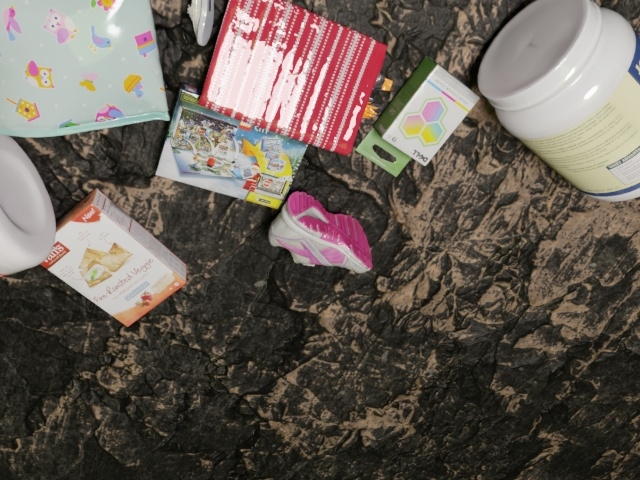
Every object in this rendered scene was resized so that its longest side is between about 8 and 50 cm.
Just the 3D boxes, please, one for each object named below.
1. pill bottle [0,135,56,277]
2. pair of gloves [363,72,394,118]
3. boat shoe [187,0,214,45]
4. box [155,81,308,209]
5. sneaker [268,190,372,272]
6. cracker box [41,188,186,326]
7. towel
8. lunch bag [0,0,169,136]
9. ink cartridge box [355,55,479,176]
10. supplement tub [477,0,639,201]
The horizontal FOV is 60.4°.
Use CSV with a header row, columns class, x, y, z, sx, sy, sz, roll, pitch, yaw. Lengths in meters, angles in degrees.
class,x,y,z,sx,sy,sz,roll,pitch,yaw
pill bottle,-0.652,-0.010,0.836,0.408,0.229,0.229,-17,124,-1
pair of gloves,0.084,-0.258,0.971,0.074,0.010,0.083,13,117,-19
boat shoe,-0.186,-0.352,0.842,0.035,0.035,0.100,18,124,9
box,-0.151,-0.159,0.961,0.233,0.044,0.159,15,117,-21
sneaker,0.000,0.000,1.070,0.111,0.103,0.252,-32,133,33
cracker box,-0.386,0.038,1.022,0.156,0.067,0.232,-36,122,11
towel,-0.039,-0.270,0.899,0.275,0.031,0.199,15,103,-20
lunch bag,-0.364,-0.272,0.777,0.262,0.160,0.223,-10,124,-13
ink cartridge box,0.171,-0.208,0.990,0.109,0.062,0.209,27,113,-27
supplement tub,0.449,-0.235,0.930,0.325,0.235,0.235,29,112,-27
